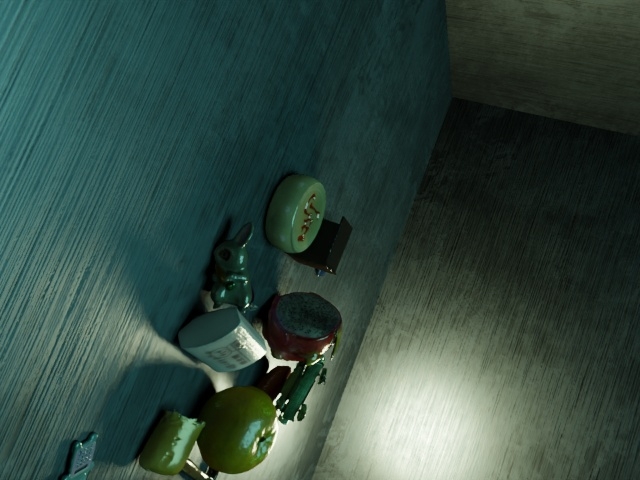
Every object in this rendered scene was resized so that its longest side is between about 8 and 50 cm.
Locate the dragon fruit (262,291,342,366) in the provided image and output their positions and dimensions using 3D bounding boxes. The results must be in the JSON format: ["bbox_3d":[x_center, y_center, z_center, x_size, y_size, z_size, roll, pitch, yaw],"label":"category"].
[{"bbox_3d":[-0.076,0.331,1.848,0.291,0.291,0.189,-37,148,-57],"label":"dragon fruit"}]

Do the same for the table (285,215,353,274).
[{"bbox_3d":[0.000,0.000,1.891,0.172,0.169,0.193,45,64,-68],"label":"table"}]

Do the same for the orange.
[{"bbox_3d":[-0.270,0.599,1.634,0.279,0.235,0.278,-25,122,-49],"label":"orange"}]

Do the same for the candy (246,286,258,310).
[{"bbox_3d":[-0.232,0.168,1.611,0.175,0.045,0.043,82,17,-53],"label":"candy"}]

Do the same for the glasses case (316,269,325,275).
[{"bbox_3d":[0.000,0.137,2.229,0.033,0.023,0.083,-68,159,6],"label":"glasses case"}]

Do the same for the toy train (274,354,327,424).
[{"bbox_3d":[-0.085,0.544,1.953,0.307,0.126,0.189,-62,-160,4],"label":"toy train"}]

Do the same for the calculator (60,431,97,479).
[{"bbox_3d":[-0.538,0.504,1.143,0.094,0.019,0.141,-7,114,-71],"label":"calculator"}]

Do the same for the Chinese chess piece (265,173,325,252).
[{"bbox_3d":[-0.078,-0.088,1.702,0.273,0.102,0.273,-53,154,-41],"label":"Chinese chess piece"}]

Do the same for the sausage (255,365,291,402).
[{"bbox_3d":[-0.218,0.596,1.960,0.330,0.102,0.102,-45,147,-50],"label":"sausage"}]

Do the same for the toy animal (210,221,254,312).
[{"bbox_3d":[-0.243,0.065,1.417,0.125,0.127,0.251,1,101,-41],"label":"toy animal"}]

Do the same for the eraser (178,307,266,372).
[{"bbox_3d":[-0.272,0.291,1.460,0.270,0.174,0.094,71,-2,-61],"label":"eraser"}]

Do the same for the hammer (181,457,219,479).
[{"bbox_3d":[-0.417,0.730,1.628,0.168,0.044,0.439,-59,157,-29],"label":"hammer"}]

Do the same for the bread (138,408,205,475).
[{"bbox_3d":[-0.405,0.559,1.403,0.134,0.085,0.173,42,64,-42],"label":"bread"}]
